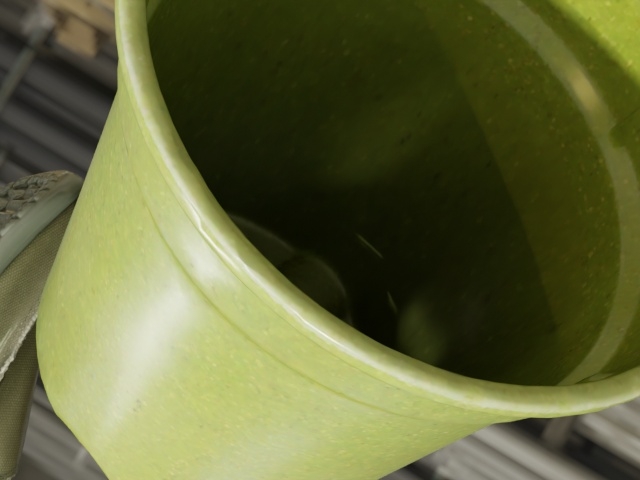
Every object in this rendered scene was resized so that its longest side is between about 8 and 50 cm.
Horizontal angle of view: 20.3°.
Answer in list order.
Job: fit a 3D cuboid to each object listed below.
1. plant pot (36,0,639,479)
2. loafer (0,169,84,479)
[{"bbox_3d":[0.000,0.000,0.782,0.276,0.276,0.254,32,140,-8],"label":"plant pot"},{"bbox_3d":[-0.185,0.077,0.895,0.087,0.251,0.094,38,172,-24],"label":"loafer"}]
